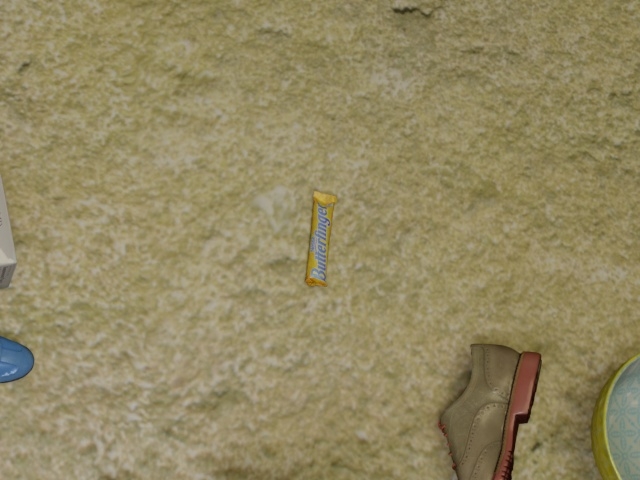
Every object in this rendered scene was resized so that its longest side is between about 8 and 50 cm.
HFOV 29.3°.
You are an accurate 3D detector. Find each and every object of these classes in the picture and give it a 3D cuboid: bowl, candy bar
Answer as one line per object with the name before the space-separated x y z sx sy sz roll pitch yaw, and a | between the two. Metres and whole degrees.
bowl | 0.539 0.323 1.947 0.290 0.156 0.289 6 71 -17
candy bar | 0.000 0.000 1.942 0.040 0.018 0.161 12 68 -15

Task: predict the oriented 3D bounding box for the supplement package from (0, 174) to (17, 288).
supplement package | -0.555 0.003 1.680 0.244 0.134 0.139 -9 76 -22

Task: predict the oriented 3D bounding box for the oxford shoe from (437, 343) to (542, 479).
oxford shoe | 0.238 0.324 1.885 0.130 0.123 0.348 15 67 14

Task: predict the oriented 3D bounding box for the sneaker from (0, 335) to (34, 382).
sneaker | -0.497 0.147 1.684 0.209 0.082 0.069 16 66 -15
